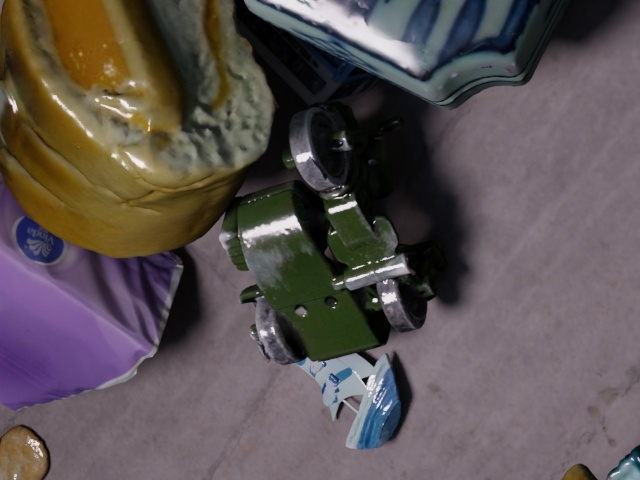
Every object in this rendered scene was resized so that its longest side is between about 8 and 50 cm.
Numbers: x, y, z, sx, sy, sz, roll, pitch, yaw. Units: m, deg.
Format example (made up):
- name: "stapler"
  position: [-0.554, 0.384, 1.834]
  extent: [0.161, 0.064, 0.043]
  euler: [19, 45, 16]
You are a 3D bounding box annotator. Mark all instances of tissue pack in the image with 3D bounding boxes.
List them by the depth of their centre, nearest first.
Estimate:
- name: "tissue pack"
  position: [-0.341, 0.022, 1.661]
  extent: [0.242, 0.160, 0.338]
  euler: [-23, 131, 39]

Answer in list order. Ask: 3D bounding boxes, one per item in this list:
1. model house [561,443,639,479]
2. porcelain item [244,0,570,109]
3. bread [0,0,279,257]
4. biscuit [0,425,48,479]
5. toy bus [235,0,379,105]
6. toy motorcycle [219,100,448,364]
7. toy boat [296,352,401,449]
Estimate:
- name: "model house"
  position: [0.316, 0.238, 1.399]
  extent: [0.253, 0.184, 0.291]
  euler: [-6, 94, 38]
- name: "porcelain item"
  position: [0.082, -0.272, 1.358]
  extent: [0.285, 0.157, 0.281]
  euler: [29, 94, 11]
- name: "bread"
  position: [-0.197, -0.136, 1.495]
  extent: [0.341, 0.210, 0.301]
  euler: [136, 119, -69]
- name: "biscuit"
  position: [-0.364, 0.271, 1.923]
  extent: [0.071, 0.018, 0.147]
  euler: [50, 121, 9]
- name: "toy bus"
  position: [-0.044, -0.261, 1.538]
  extent: [0.297, 0.106, 0.131]
  euler: [47, 124, 15]
- name: "toy motorcycle"
  position: [0.000, 0.000, 1.532]
  extent: [0.205, 0.127, 0.275]
  euler: [-16, 119, 25]
- name: "toy boat"
  position: [0.030, 0.134, 1.640]
  extent: [0.105, 0.034, 0.149]
  euler: [-47, 64, 35]
